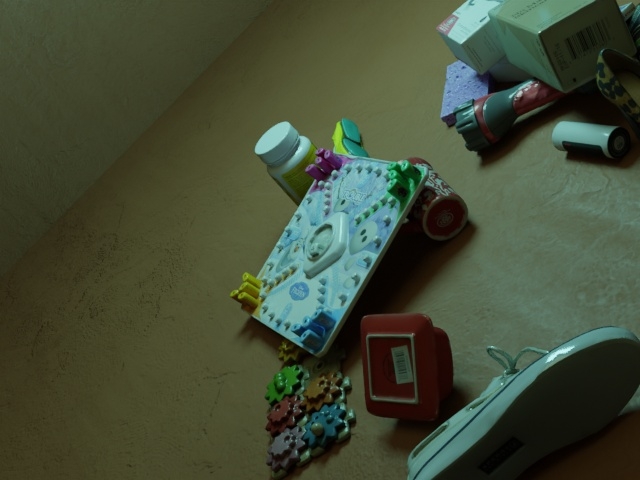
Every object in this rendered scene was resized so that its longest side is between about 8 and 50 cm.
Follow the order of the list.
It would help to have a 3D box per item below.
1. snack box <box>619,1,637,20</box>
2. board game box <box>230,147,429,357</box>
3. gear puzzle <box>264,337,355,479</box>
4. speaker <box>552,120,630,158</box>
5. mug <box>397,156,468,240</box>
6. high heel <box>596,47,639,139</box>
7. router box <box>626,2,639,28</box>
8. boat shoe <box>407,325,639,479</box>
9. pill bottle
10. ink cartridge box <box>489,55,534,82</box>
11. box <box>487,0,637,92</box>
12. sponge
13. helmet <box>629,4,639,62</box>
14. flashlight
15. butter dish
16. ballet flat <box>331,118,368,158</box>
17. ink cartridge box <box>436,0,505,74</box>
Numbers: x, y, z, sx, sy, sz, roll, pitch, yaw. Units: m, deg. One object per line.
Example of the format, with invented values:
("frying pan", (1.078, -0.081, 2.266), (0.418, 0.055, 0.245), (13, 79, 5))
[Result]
("snack box", (0.553, -0.423, 1.785), (0.064, 0.022, 0.178), (-41, 8, 1))
("board game box", (0.000, 0.000, 1.779), (0.390, 0.050, 0.390), (-60, 27, -6))
("gear puzzle", (-0.033, 0.253, 1.625), (0.175, 0.044, 0.339), (-34, 29, 16))
("speaker", (0.463, -0.174, 1.577), (0.055, 0.055, 0.136), (-48, 29, -11))
("mug", (0.191, -0.060, 1.730), (0.150, 0.113, 0.169), (-60, 30, 13))
("high heel", (0.533, -0.210, 1.396), (0.093, 0.186, 0.261), (-47, 28, -8))
("router box", (0.610, -0.404, 1.728), (0.122, 0.038, 0.092), (-44, 28, -2))
("boat shoe", (0.258, 0.220, 1.228), (0.367, 0.136, 0.156), (-45, 23, 15))
("pill bottle", (-0.043, -0.155, 2.035), (0.119, 0.208, 0.119), (-31, 30, 20))
("ink cartridge box", (0.446, -0.425, 1.921), (0.191, 0.082, 0.139), (-52, 29, -14))
("box", (0.426, -0.378, 1.658), (0.148, 0.121, 0.311), (-30, 21, 3))
("sponge", (0.327, -0.343, 2.013), (0.117, 0.031, 0.210), (-24, 32, 31))
("helmet", (0.600, -0.350, 1.533), (0.169, 0.161, 0.169), (-31, 30, 20))
("flashlight", (0.406, -0.268, 1.743), (0.304, 0.103, 0.103), (-22, 79, 28))
("butter dish", (0.150, 0.190, 1.417), (0.159, 0.118, 0.160), (-7, 86, 50))
("ballet flat", (0.062, -0.208, 2.136), (0.077, 0.077, 0.231), (-55, 20, 22))
("ink cartridge box", (0.367, -0.461, 1.890), (0.218, 0.092, 0.158), (-39, 28, 5))
